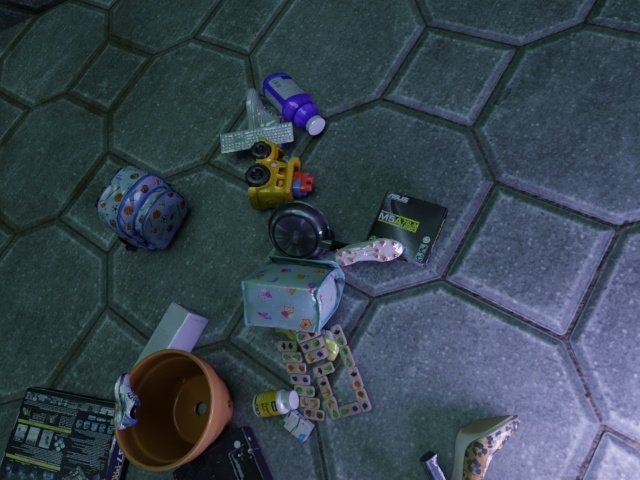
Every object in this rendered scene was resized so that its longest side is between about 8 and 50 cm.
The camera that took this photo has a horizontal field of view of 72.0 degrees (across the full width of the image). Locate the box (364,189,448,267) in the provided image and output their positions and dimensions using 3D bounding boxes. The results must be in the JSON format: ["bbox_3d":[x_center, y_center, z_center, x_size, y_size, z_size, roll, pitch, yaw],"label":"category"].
[{"bbox_3d":[0.249,-0.037,1.286,0.190,0.045,0.184,21,80,23],"label":"box"}]

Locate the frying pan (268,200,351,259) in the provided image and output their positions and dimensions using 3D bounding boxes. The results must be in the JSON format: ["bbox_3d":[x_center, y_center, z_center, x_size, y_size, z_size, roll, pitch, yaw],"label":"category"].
[{"bbox_3d":[-0.019,0.018,1.315,0.326,0.053,0.197,39,119,-2],"label":"frying pan"}]

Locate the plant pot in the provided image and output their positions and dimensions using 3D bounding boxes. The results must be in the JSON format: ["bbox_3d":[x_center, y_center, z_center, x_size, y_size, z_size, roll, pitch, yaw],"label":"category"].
[{"bbox_3d":[-0.373,0.456,1.199,0.290,0.203,0.291,-6,67,15],"label":"plant pot"}]

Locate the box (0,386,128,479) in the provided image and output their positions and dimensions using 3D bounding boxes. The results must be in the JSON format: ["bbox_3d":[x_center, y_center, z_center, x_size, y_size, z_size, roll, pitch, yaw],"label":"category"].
[{"bbox_3d":[-0.756,0.627,1.315,0.394,0.097,0.319,1,68,18],"label":"box"}]

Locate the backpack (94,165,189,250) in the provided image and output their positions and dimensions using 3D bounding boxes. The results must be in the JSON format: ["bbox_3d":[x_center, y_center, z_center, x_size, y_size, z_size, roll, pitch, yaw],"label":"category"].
[{"bbox_3d":[-0.590,-0.107,1.462,0.213,0.263,0.277,16,74,23],"label":"backpack"}]

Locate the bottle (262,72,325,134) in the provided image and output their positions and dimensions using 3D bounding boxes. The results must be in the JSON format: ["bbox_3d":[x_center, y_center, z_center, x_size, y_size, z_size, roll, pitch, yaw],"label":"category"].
[{"bbox_3d":[-0.090,-0.475,1.536,0.118,0.092,0.283,-24,59,-28],"label":"bottle"}]

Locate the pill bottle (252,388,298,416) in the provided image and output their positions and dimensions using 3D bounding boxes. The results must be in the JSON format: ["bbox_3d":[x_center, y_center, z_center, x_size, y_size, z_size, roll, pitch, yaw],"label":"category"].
[{"bbox_3d":[-0.120,0.438,1.191,0.116,0.065,0.065,-18,64,23],"label":"pill bottle"}]

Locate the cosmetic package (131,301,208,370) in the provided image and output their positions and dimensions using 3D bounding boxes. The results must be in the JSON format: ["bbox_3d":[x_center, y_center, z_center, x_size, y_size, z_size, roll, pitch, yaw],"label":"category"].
[{"bbox_3d":[-0.449,0.314,1.330,0.085,0.117,0.231,24,79,24],"label":"cosmetic package"}]

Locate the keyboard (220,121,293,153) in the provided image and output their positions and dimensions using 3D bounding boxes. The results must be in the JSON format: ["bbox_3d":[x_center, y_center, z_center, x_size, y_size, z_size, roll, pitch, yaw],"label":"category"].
[{"bbox_3d":[-0.219,-0.350,1.503,0.255,0.014,0.072,-8,81,7],"label":"keyboard"}]

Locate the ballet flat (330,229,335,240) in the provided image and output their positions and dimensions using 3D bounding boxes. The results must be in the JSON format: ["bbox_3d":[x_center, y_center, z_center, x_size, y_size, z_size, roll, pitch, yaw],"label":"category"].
[{"bbox_3d":[-0.057,-0.024,1.365,0.203,0.074,0.074,9,72,21],"label":"ballet flat"}]

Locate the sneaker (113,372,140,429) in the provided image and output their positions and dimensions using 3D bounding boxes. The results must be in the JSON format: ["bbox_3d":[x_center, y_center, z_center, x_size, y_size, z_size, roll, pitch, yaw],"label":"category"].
[{"bbox_3d":[-0.486,0.405,1.121,0.058,0.052,0.135,-10,73,3],"label":"sneaker"}]

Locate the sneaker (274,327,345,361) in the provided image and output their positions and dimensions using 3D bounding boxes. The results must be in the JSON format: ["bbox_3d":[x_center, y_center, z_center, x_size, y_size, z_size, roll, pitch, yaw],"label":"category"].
[{"bbox_3d":[-0.041,0.282,1.232,0.208,0.081,0.094,10,78,23],"label":"sneaker"}]

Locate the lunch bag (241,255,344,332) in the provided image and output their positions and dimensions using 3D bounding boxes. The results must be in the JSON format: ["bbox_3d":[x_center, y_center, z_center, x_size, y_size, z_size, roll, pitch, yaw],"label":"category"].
[{"bbox_3d":[-0.064,0.130,1.218,0.223,0.262,0.160,4,108,18],"label":"lunch bag"}]

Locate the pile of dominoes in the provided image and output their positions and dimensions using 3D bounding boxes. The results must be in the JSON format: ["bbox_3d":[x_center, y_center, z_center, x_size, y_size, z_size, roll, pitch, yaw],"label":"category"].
[{"bbox_3d":[-0.001,0.355,1.162,0.195,0.040,0.251,-24,81,17],"label":"pile of dominoes"}]

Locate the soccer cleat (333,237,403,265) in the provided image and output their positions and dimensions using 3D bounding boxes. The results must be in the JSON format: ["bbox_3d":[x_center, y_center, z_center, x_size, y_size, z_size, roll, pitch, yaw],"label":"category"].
[{"bbox_3d":[0.132,0.028,1.243,0.196,0.076,0.068,-10,103,0],"label":"soccer cleat"}]

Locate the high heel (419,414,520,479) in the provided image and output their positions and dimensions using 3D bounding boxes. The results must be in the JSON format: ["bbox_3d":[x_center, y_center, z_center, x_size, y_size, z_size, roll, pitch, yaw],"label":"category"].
[{"bbox_3d":[0.378,0.530,1.014,0.261,0.093,0.186,-26,85,-7],"label":"high heel"}]

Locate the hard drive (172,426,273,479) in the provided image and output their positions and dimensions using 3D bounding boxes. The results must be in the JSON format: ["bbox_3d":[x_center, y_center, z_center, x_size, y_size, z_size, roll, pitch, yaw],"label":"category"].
[{"bbox_3d":[-0.217,0.695,1.130,0.236,0.064,0.339,-35,62,2],"label":"hard drive"}]

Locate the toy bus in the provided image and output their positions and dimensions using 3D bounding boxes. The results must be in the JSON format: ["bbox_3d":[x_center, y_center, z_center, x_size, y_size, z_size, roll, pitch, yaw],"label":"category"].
[{"bbox_3d":[-0.125,-0.214,1.433,0.211,0.149,0.221,3,67,5],"label":"toy bus"}]

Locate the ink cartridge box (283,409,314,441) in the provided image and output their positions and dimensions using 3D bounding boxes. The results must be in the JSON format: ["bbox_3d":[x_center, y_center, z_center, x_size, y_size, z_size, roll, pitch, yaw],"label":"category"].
[{"bbox_3d":[-0.064,0.491,1.178,0.083,0.028,0.048,30,93,26],"label":"ink cartridge box"}]

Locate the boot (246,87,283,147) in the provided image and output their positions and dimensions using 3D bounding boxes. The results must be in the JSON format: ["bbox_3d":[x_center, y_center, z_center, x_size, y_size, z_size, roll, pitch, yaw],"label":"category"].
[{"bbox_3d":[-0.192,-0.433,1.571,0.123,0.095,0.259,-8,75,8],"label":"boot"}]
